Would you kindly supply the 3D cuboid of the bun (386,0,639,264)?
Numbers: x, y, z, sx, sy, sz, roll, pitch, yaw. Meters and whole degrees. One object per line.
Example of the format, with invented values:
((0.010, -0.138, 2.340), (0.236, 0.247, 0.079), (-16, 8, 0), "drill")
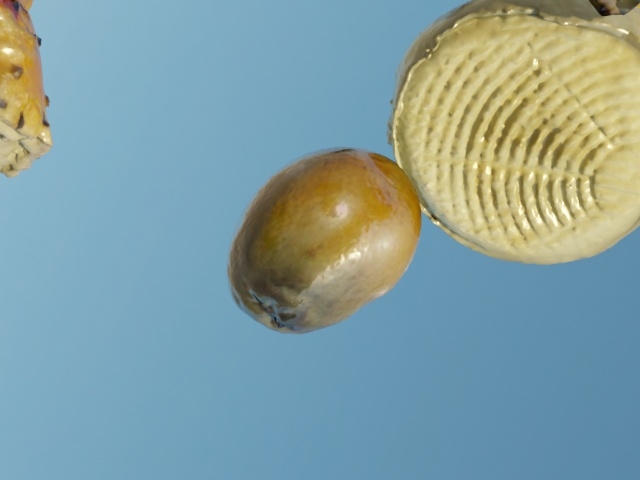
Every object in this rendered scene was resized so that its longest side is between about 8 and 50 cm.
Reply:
((0.264, -0.157, 1.380), (0.364, 0.364, 0.202), (-35, -159, 29), "bun")

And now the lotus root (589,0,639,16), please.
((0.284, -0.325, 1.024), (0.188, 0.199, 0.180), (-38, -102, 17), "lotus root")

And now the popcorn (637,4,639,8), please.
((0.434, -0.311, 1.539), (0.082, 0.083, 0.057), (-50, -139, 32), "popcorn")

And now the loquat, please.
((0.000, 0.000, 1.218), (0.227, 0.179, 0.179), (-35, -143, -12), "loquat")

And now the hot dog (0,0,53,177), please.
((-0.352, -0.279, 0.900), (0.196, 0.367, 0.365), (-15, -111, 25), "hot dog")
